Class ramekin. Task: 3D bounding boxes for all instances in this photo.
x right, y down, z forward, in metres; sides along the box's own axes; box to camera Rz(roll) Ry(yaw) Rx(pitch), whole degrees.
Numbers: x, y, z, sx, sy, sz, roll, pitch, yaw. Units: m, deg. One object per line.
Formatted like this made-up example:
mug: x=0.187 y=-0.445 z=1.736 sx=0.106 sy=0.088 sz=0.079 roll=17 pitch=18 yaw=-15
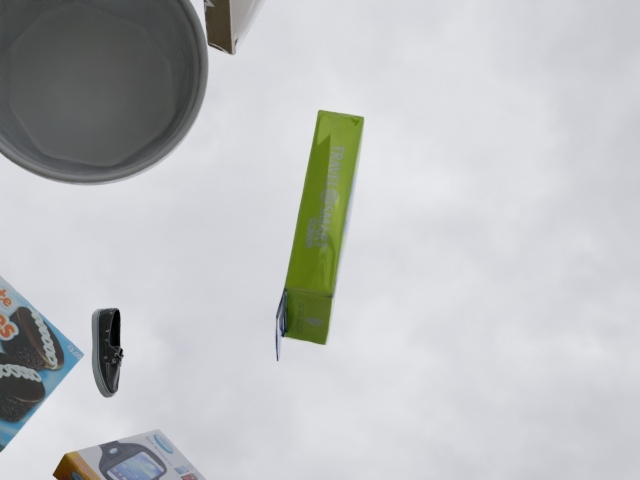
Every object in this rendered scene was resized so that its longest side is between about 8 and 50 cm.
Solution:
ramekin: x=-0.204 y=-0.146 z=0.857 sx=0.207 sy=0.207 sz=0.109 roll=18 pitch=-7 yaw=-9

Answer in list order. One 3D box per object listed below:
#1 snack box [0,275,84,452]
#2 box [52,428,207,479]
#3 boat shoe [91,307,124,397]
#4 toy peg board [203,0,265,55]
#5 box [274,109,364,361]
snack box: x=-0.471 y=0.100 z=1.220 sx=0.322 sy=0.187 sz=0.060 roll=45 pitch=-53 yaw=-10
box: x=-0.152 y=0.205 z=0.837 sx=0.081 sy=0.136 sz=0.028 roll=40 pitch=-68 yaw=24
boat shoe: x=-0.328 y=0.172 z=1.520 sx=0.040 sy=0.142 sz=0.049 roll=-14 pitch=-15 yaw=19
toy peg board: x=-0.041 y=-0.200 z=0.442 sx=0.079 sy=0.161 sz=0.160 roll=23 pitch=-19 yaw=5
box: x=0.000 y=0.000 z=0.773 sx=0.042 sy=0.178 sz=0.109 roll=10 pitch=-25 yaw=3
